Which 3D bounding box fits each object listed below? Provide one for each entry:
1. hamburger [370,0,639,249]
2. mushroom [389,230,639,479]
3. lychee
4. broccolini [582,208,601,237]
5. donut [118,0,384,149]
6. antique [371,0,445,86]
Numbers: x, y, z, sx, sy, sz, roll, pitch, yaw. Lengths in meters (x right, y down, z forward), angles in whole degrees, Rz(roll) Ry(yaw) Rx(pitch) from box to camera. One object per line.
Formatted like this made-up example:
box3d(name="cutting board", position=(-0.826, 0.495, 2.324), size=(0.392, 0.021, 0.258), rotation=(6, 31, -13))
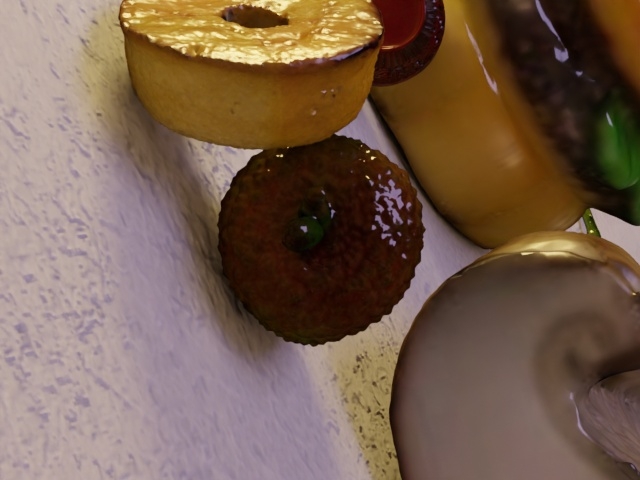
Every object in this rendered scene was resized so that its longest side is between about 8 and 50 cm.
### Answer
box3d(name="hamburger", position=(0.200, -0.197, 1.286), size=(0.396, 0.277, 0.396), rotation=(53, 22, -33))
box3d(name="mushroom", position=(0.188, 0.146, 1.031), size=(0.314, 0.224, 0.397), rotation=(53, 12, 4))
box3d(name="lychee", position=(0.000, 0.000, 0.794), size=(0.146, 0.114, 0.114), rotation=(70, 2, -76))
box3d(name="broccolini", position=(0.321, 0.026, 1.728), size=(0.044, 0.042, 0.218), rotation=(46, 22, -42))
box3d(name="donut", position=(-0.036, -0.097, 0.781), size=(0.152, 0.151, 0.058), rotation=(-75, 170, -60))
box3d(name="antique", position=(0.043, -0.164, 1.110), size=(0.104, 0.104, 0.104), rotation=(52, 24, -35))
